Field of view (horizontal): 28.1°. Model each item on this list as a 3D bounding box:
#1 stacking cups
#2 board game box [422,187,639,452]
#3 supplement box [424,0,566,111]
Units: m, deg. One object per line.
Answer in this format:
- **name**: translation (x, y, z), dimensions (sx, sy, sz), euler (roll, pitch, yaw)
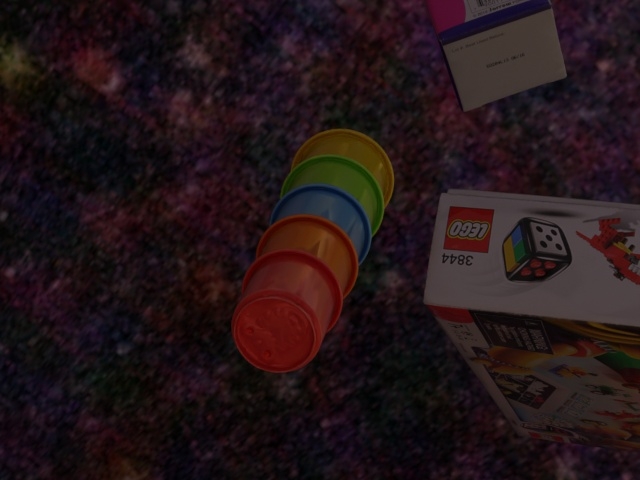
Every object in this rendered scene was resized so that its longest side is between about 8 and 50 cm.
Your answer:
- **stacking cups**: translation (0.000, 0.000, 0.997), dimensions (0.096, 0.096, 0.316), euler (37, 21, -7)
- **board game box**: translation (0.172, 0.056, 0.600), dimensions (0.192, 0.305, 0.053), euler (5, 74, 18)
- **supplement box**: translation (0.158, -0.255, 1.286), dimensions (0.114, 0.111, 0.220), euler (62, 13, -52)
